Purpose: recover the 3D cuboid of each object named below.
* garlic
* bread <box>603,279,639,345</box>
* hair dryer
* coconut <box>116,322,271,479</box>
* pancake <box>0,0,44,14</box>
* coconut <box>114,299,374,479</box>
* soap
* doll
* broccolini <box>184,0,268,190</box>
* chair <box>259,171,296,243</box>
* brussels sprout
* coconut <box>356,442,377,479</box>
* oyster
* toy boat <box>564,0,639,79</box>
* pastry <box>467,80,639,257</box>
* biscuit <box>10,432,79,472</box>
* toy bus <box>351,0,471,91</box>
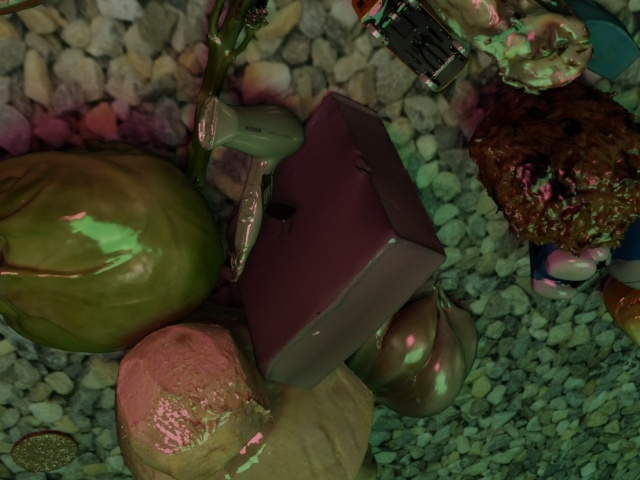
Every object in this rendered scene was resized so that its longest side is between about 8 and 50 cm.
[{"bbox_3d":[0.162,0.195,1.532,0.237,0.210,0.292,46,117,-7],"label":"garlic"},{"bbox_3d":[0.638,0.090,1.560,0.236,0.140,0.106,-27,132,5],"label":"bread"},{"bbox_3d":[-0.102,-0.058,1.085,0.206,0.075,0.237,-11,112,-65],"label":"hair dryer"},{"bbox_3d":[-0.162,0.191,1.063,0.194,0.194,0.194,-9,136,-9],"label":"coconut"},{"bbox_3d":[-0.364,-0.336,0.880,0.250,0.031,0.250,-10,136,-10],"label":"pancake"},{"bbox_3d":[-0.116,0.282,1.354,0.344,0.415,0.415,-49,133,-4],"label":"coconut"},{"bbox_3d":[0.000,0.000,1.148,0.107,0.296,0.285,22,125,-34],"label":"soap"},{"bbox_3d":[0.488,-0.025,1.338,0.310,0.240,0.284,-3,177,3],"label":"doll"},{"bbox_3d":[-0.108,-0.203,1.066,0.079,0.074,0.392,2,133,-20],"label":"broccolini"},{"bbox_3d":[-0.054,-0.041,1.087,0.042,0.037,0.086,13,125,15],"label":"chair"},{"bbox_3d":[-0.282,0.007,1.098,0.328,0.247,0.328,0,132,0],"label":"brussels sprout"},{"bbox_3d":[0.007,0.442,1.662,0.224,0.224,0.224,-9,136,-9],"label":"coconut"},{"bbox_3d":[0.205,-0.301,1.048,0.345,0.078,0.128,33,143,-25],"label":"oyster"},{"bbox_3d":[0.356,-0.284,1.156,0.185,0.077,0.075,16,126,-42],"label":"toy boat"},{"bbox_3d":[0.336,-0.095,1.197,0.275,0.275,0.193,-7,139,-11],"label":"pastry"},{"bbox_3d":[-0.500,0.385,1.563,0.120,0.015,0.120,-9,135,-9],"label":"biscuit"},{"bbox_3d":[0.115,-0.261,1.084,0.069,0.074,0.162,-45,129,15],"label":"toy bus"}]
